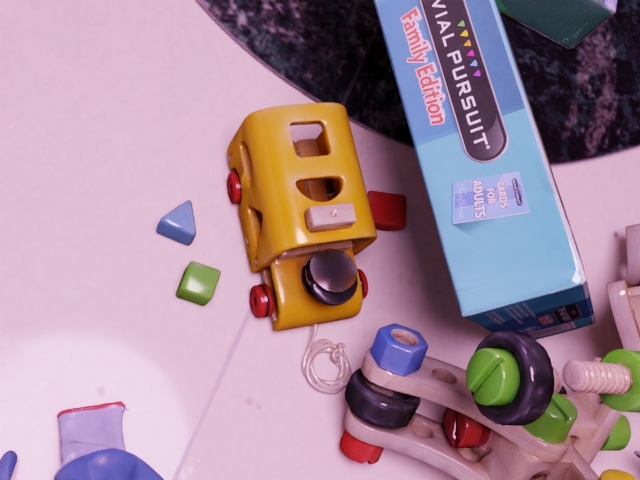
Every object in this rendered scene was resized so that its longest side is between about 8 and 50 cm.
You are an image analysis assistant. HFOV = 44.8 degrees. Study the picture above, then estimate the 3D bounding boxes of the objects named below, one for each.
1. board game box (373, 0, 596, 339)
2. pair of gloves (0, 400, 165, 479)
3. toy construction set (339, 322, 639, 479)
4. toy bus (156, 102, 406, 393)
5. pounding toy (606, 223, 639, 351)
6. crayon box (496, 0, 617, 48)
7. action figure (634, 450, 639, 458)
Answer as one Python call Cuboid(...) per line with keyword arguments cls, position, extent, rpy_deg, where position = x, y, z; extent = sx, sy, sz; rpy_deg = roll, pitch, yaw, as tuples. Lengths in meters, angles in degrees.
Cuboid(cls="board game box", position=(0.125, -0.097, 0.611), extent=(0.079, 0.254, 0.336), rpy_deg=(-18, 74, 16))
Cuboid(cls="pair of gloves", position=(-0.186, 0.178, 0.492), extent=(0.198, 0.023, 0.159), rpy_deg=(-8, 43, -14))
Cuboid(cls="toy construction set", position=(0.159, 0.213, 0.569), extent=(0.237, 0.257, 0.308), rpy_deg=(8, 91, -30))
Cuboid(cls="toy bus", position=(-0.008, -0.011, 0.621), extent=(0.202, 0.104, 0.191), rpy_deg=(35, 65, -6))
Cuboid(cls="pounding toy", position=(0.353, 0.045, 0.678), extent=(0.269, 0.155, 0.154), rpy_deg=(4, 74, -59))
Cuboid(cls="crayon box", position=(0.168, -0.364, 0.810), extent=(0.323, 0.083, 0.203), rpy_deg=(23, 67, -11))
Cuboid(cls="action figure", position=(0.295, 0.281, 0.625), extent=(0.164, 0.141, 0.275), rpy_deg=(37, 38, 4))
